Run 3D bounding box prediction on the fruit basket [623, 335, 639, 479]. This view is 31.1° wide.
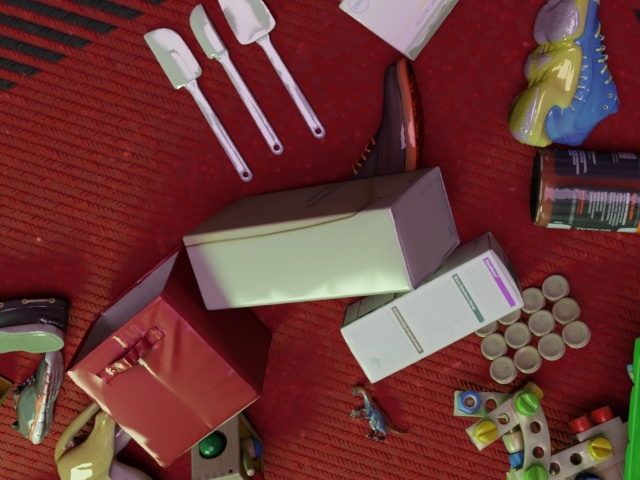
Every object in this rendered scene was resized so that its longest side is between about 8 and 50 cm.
[{"bbox_3d":[0.580,0.265,1.446,0.392,0.283,0.392,-2,106,-8],"label":"fruit basket"}]

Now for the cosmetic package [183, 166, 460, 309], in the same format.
[{"bbox_3d":[0.000,0.000,1.468,0.309,0.160,0.113,-9,107,31],"label":"cosmetic package"}]

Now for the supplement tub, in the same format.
[{"bbox_3d":[0.375,-0.063,1.486,0.198,0.106,0.106,4,108,5],"label":"supplement tub"}]

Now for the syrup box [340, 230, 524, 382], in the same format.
[{"bbox_3d":[0.152,0.090,1.565,0.237,0.093,0.096,-28,102,14],"label":"syrup box"}]

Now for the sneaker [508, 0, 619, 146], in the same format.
[{"bbox_3d":[0.331,-0.228,1.463,0.126,0.091,0.240,14,109,-18],"label":"sneaker"}]

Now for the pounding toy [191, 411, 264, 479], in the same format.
[{"bbox_3d":[-0.121,0.310,1.616,0.100,0.130,0.141,-15,140,10],"label":"pounding toy"}]

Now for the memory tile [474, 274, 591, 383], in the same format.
[{"bbox_3d":[0.286,0.122,1.566,0.148,0.113,0.012,-28,147,14],"label":"memory tile"}]

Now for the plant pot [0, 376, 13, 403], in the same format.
[{"bbox_3d":[-0.518,0.243,1.697,0.081,0.081,0.083,30,119,-4],"label":"plant pot"}]

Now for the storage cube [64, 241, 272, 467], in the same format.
[{"bbox_3d":[-0.201,0.155,1.566,0.184,0.215,0.193,-39,106,15],"label":"storage cube"}]

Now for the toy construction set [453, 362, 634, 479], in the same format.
[{"bbox_3d":[0.365,0.248,1.575,0.328,0.151,0.215,-24,78,5],"label":"toy construction set"}]

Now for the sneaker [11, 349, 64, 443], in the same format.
[{"bbox_3d":[-0.424,0.225,1.691,0.065,0.061,0.158,19,108,7],"label":"sneaker"}]

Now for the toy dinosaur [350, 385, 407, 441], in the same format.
[{"bbox_3d":[0.075,0.247,1.663,0.090,0.047,0.082,-9,99,-25],"label":"toy dinosaur"}]

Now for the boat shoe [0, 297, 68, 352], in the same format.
[{"bbox_3d":[-0.472,0.121,1.660,0.228,0.068,0.081,-1,147,11],"label":"boat shoe"}]

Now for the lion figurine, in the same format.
[{"bbox_3d":[-0.286,0.382,1.690,0.240,0.142,0.392,-29,96,12],"label":"lion figurine"}]

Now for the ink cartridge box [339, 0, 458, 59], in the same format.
[{"bbox_3d":[0.074,-0.366,1.453,0.235,0.056,0.171,35,108,-7],"label":"ink cartridge box"}]

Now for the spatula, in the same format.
[{"bbox_3d":[-0.106,-0.211,1.539,0.168,0.019,0.242,-29,102,13],"label":"spatula"}]

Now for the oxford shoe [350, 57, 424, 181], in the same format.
[{"bbox_3d":[0.085,-0.105,1.513,0.098,0.097,0.271,3,108,11],"label":"oxford shoe"}]
